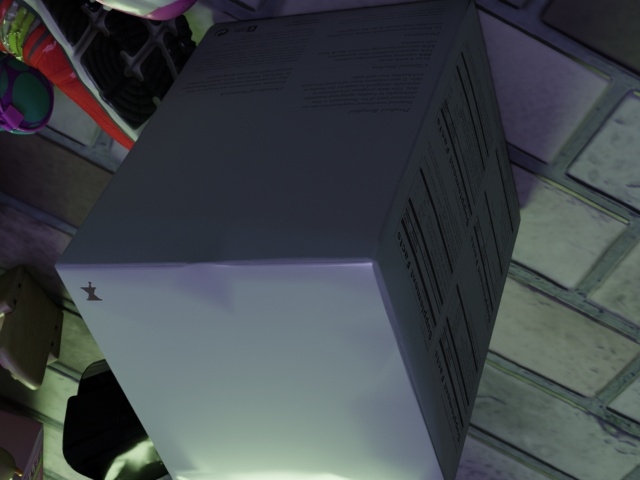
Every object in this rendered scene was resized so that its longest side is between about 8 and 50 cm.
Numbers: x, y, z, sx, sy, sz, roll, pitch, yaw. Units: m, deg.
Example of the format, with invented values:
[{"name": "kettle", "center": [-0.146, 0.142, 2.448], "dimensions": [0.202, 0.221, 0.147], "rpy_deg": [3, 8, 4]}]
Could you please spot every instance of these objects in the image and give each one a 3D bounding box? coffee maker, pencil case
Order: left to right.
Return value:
[{"name": "pencil case", "center": [-0.288, -0.108, 0.913], "dimensions": [0.151, 0.070, 0.064], "rpy_deg": [-5, 129, 26]}, {"name": "coffee maker", "center": [-0.146, 0.160, 1.036], "dimensions": [0.178, 0.171, 0.120], "rpy_deg": [-29, 114, 38]}]

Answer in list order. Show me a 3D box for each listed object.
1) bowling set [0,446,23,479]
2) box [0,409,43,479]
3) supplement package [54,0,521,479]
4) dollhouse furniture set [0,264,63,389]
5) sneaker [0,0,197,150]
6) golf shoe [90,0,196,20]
[{"name": "bowling set", "center": [-0.321, 0.258, 0.996], "dimensions": [0.287, 0.200, 0.154], "rpy_deg": [22, 160, -16]}, {"name": "box", "center": [-0.410, 0.249, 1.213], "dimensions": [0.213, 0.117, 0.243], "rpy_deg": [18, 150, -3]}, {"name": "supplement package", "center": [0.000, 0.000, 0.765], "dimensions": [0.199, 0.263, 0.198], "rpy_deg": [-1, 130, 23]}, {"name": "dollhouse furniture set", "center": [-0.435, 0.088, 0.993], "dimensions": [0.303, 0.198, 0.286], "rpy_deg": [-27, 120, 12]}, {"name": "sneaker", "center": [-0.196, -0.162, 0.820], "dimensions": [0.279, 0.107, 0.118], "rpy_deg": [47, 139, -10]}, {"name": "golf shoe", "center": [-0.166, -0.265, 0.693], "dimensions": [0.140, 0.115, 0.306], "rpy_deg": [-30, 117, 35]}]
